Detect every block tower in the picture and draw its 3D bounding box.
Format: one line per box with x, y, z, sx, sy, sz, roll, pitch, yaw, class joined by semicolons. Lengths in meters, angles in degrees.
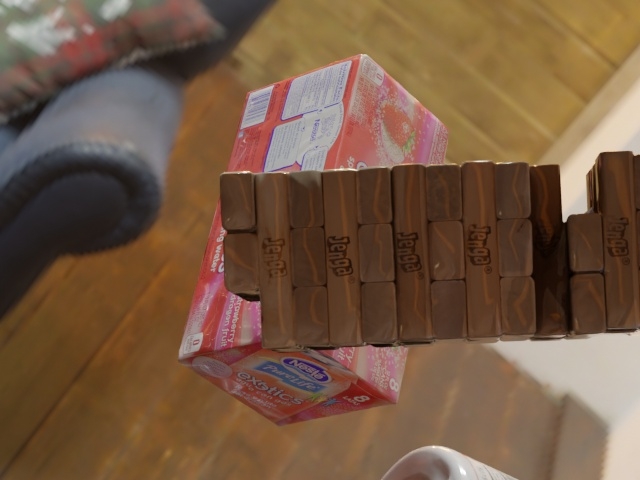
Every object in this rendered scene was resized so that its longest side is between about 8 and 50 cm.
0.123;0.005;0.904;0.336;0.091;0.097;-3;-5;4;block tower

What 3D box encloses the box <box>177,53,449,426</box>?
0.000;0.000;1.625;0.142;0.154;0.300;37;52;-36;box

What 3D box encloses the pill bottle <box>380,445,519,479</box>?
0.185;0.311;1.651;0.283;0.161;0.161;27;28;-28;pill bottle
